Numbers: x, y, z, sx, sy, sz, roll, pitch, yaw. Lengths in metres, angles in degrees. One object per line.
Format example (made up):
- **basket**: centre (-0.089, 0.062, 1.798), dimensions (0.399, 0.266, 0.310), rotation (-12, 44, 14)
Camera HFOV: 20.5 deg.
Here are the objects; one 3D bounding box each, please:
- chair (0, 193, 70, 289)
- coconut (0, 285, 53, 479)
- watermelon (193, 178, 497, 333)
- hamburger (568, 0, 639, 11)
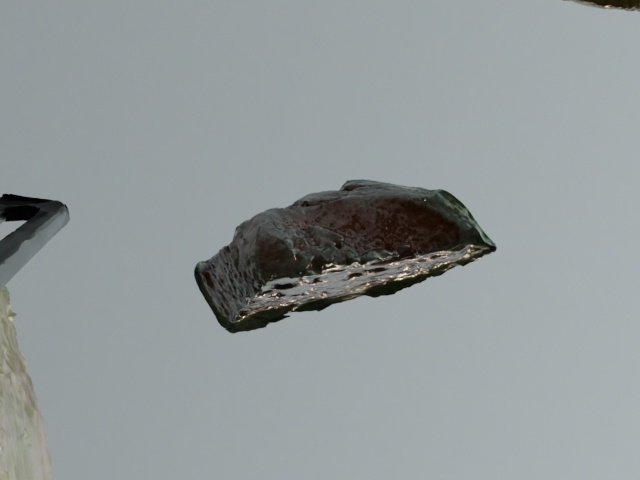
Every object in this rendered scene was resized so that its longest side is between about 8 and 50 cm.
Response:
- **chair**: centre (-0.131, 0.067, 0.465), dimensions (0.084, 0.212, 0.101), rotation (3, -68, 17)
- **coconut**: centre (-0.234, 0.089, 0.636), dimensions (0.297, 0.309, 0.297), rotation (-14, -19, -5)
- **watermelon**: centre (0.000, 0.000, 1.045), dimensions (0.187, 0.071, 0.139), rotation (-17, -9, 18)
- **hamburger**: centre (0.156, -0.184, 1.022), dimensions (0.147, 0.138, 0.083), rotation (-8, -61, -47)
